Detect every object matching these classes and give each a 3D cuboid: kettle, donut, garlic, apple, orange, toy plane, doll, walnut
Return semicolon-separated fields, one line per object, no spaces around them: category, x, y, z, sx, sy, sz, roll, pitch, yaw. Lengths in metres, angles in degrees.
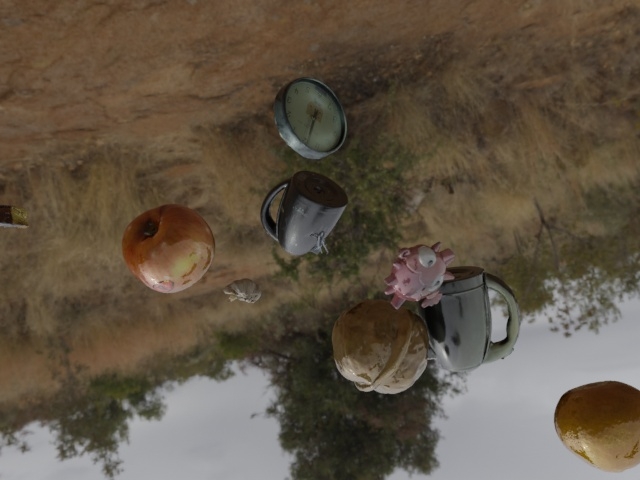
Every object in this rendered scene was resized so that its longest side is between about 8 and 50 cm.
kettle;-0.080;-0.091;2.057;0.290;0.268;0.207;-61;173;34
donut;-0.829;-0.060;1.502;0.140;0.059;0.140;0;175;0
garlic;-0.238;0.153;1.778;0.113;0.074;0.094;-5;-176;-19
apple;-0.334;0.015;1.278;0.209;0.209;0.164;-15;139;10
orange;0.460;0.299;0.936;0.159;0.136;0.159;-15;171;-3
kettle;0.472;0.257;1.848;0.321;0.324;0.228;-10;-174;4
toy plane;0.000;0.000;1.648;0.031;0.078;0.083;-26;150;-34
doll;0.266;0.096;1.554;0.211;0.093;0.262;-33;133;-4
walnut;0.176;0.319;1.735;0.296;0.285;0.285;27;161;-13

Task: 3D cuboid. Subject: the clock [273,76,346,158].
clock;-0.024;-0.336;1.584;0.226;0.226;0.049;-7;171;-41
